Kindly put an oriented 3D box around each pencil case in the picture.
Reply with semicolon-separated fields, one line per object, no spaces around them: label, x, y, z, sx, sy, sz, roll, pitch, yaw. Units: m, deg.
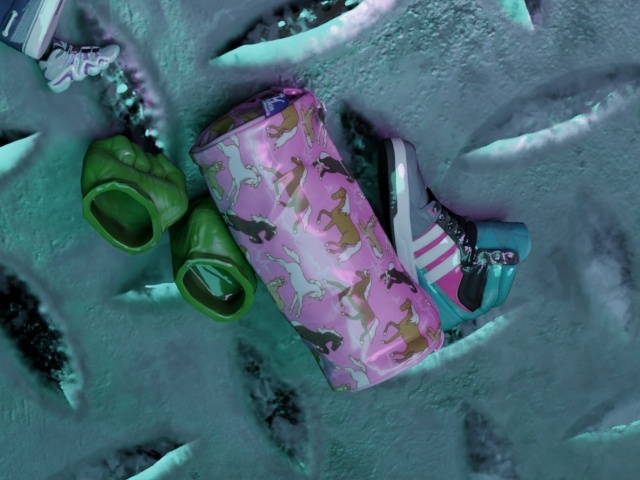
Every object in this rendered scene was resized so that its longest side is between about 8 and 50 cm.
pencil case;0.000;0.000;1.852;0.167;0.160;0.386;-22;104;33

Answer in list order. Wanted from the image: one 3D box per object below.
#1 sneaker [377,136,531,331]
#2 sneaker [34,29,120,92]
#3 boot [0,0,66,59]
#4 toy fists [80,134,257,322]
sneaker;0.178;-0.013;1.945;0.178;0.124;0.295;-12;123;-1
sneaker;-0.295;-0.226;1.799;0.098;0.038;0.069;-30;117;2
boot;-0.328;-0.311;1.740;0.086;0.069;0.190;26;97;-2
toy fists;-0.180;-0.023;1.856;0.279;0.142;0.096;38;108;-24
